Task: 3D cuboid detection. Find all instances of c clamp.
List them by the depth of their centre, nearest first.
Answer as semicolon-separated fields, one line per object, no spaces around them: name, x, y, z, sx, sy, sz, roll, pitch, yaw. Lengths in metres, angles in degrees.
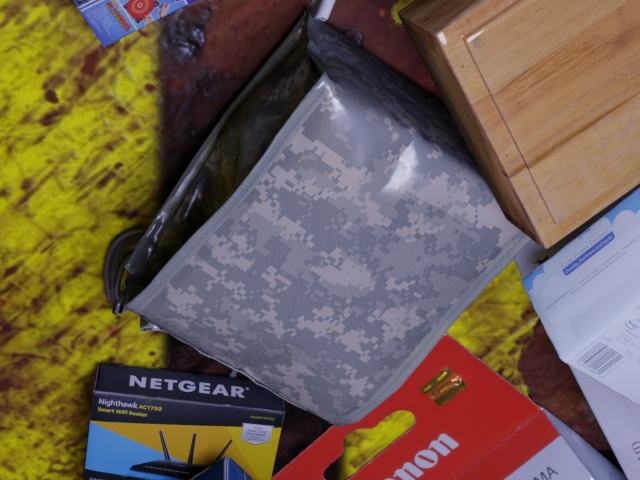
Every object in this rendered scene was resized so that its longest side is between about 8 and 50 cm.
c clamp;-0.125;0.054;1.412;0.160;0.022;0.137;19;120;-15

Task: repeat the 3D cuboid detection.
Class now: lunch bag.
lunch bag;0.000;0.000;1.297;0.235;0.169;0.287;32;112;-22

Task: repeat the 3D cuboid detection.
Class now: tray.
tray;0.280;-0.193;1.157;0.411;0.076;0.203;-35;120;-6

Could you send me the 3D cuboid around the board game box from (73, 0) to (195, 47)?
board game box;-0.161;-0.263;1.197;0.136;0.035;0.201;-24;121;13

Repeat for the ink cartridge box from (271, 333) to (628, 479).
ink cartridge box;0.154;0.310;1.541;0.385;0.091;0.308;39;113;-20

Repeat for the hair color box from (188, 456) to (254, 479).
hair color box;-0.043;0.379;1.470;0.174;0.105;0.347;-35;115;16

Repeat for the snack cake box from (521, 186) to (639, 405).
snack cake box;0.303;0.063;1.240;0.152;0.089;0.264;-41;135;20

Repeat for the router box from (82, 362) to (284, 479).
router box;-0.131;0.187;1.480;0.179;0.046;0.133;6;126;-7

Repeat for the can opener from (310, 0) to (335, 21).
can opener;0.033;-0.290;1.165;0.093;0.074;0.280;20;120;-14

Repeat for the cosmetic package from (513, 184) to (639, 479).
cosmetic package;0.357;0.060;1.394;0.284;0.097;0.377;-24;121;10
